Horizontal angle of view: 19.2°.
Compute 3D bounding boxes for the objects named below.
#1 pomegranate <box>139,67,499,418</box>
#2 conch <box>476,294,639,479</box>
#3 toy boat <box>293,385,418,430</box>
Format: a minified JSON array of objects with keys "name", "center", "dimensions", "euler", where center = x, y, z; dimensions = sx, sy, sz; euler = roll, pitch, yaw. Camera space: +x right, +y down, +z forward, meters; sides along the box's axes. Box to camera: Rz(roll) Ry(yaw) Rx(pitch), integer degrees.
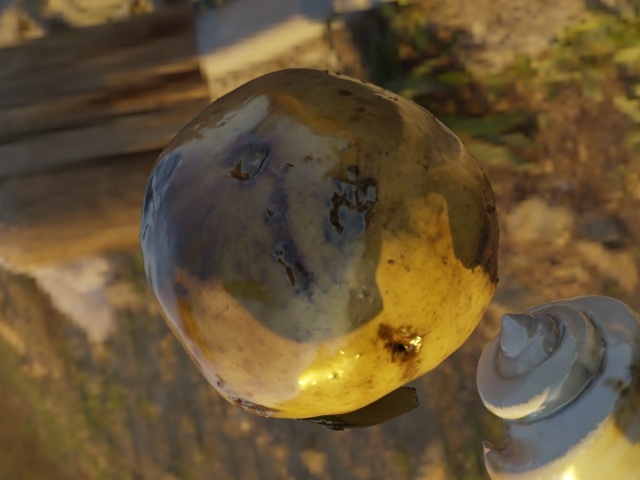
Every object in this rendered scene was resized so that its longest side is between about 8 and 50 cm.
[{"name":"pomegranate","center":[0.000,0.000,1.474],"dimensions":[0.281,0.281,0.281],"euler":[171,90,-71]},{"name":"conch","center":[0.220,0.138,1.374],"dimensions":[0.158,0.255,0.127],"euler":[-61,15,-25]},{"name":"toy boat","center":[0.036,0.169,1.939],"dimensions":[0.049,0.149,0.047],"euler":[-9,85,51]}]
